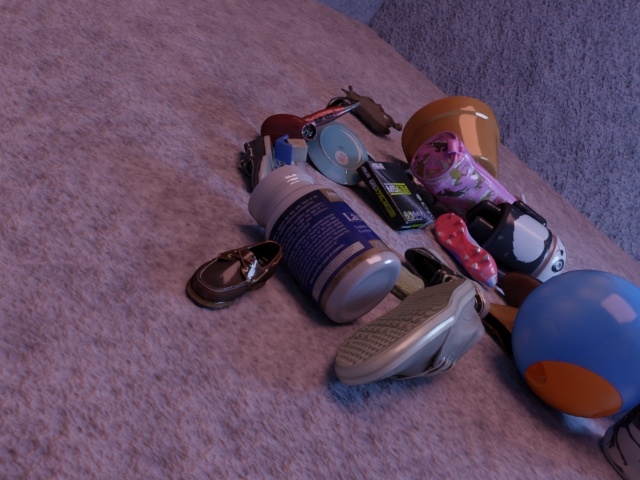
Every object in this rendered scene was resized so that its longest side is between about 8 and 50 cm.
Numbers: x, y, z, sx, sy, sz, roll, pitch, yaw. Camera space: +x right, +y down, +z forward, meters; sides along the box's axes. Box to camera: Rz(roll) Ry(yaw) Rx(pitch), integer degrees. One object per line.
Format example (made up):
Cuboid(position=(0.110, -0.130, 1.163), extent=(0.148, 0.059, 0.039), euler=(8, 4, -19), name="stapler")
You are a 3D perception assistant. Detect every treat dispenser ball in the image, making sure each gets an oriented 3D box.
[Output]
Cuboid(position=(0.520, 0.199, 1.556), extent=(0.288, 0.288, 0.288), euler=(31, 22, -14), name="treat dispenser ball")

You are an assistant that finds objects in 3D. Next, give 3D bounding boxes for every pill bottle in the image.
Cuboid(position=(0.000, 0.000, 1.360), extent=(0.264, 0.153, 0.153), euler=(48, 24, 26), name="pill bottle")

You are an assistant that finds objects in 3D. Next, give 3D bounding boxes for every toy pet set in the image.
Cuboid(position=(-0.066, -0.155, 1.683), extent=(0.065, 0.114, 0.122), euler=(-1, 32, -15), name="toy pet set")

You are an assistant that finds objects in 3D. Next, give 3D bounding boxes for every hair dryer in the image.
Cuboid(position=(-0.031, -0.280, 1.818), extent=(0.080, 0.224, 0.293), euler=(64, 17, -19), name="hair dryer")

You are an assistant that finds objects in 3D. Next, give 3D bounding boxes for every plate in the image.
Cuboid(position=(0.047, -0.222, 1.948), extent=(0.188, 0.024, 0.188), euler=(19, 54, -28), name="plate")

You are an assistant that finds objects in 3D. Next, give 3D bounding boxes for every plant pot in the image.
Cuboid(position=(0.394, -0.243, 2.330), extent=(0.291, 0.291, 0.203), euler=(23, 42, -32), name="plant pot")

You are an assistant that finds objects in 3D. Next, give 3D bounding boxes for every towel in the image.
Cuboid(position=(0.142, 0.065, 1.613), extent=(0.148, 0.027, 0.110), euler=(39, 22, 6), name="towel")

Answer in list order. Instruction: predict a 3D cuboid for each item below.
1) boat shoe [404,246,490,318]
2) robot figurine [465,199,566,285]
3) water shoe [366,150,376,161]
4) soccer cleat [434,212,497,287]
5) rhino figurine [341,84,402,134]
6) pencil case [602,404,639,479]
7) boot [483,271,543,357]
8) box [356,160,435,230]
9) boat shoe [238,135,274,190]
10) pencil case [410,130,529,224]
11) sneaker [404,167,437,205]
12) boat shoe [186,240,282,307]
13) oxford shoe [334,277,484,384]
Cuboid(position=(0.260, 0.091, 1.685), extent=(0.070, 0.078, 0.219), euler=(10, 26, -50), name="boat shoe")
Cuboid(position=(0.499, 0.011, 2.064), extent=(0.278, 0.209, 0.173), euler=(34, 9, -7), name="robot figurine")
Cuboid(position=(0.071, -0.215, 2.015), extent=(0.203, 0.073, 0.080), euler=(23, 27, -29), name="water shoe")
Cuboid(position=(0.359, 0.022, 1.987), extent=(0.095, 0.083, 0.248), euler=(58, -1, -39), name="soccer cleat")
Cuboid(position=(0.148, -0.422, 2.559), extent=(0.243, 0.073, 0.106), euler=(45, 20, 24), name="rhino figurine")
Cuboid(position=(0.721, 0.315, 1.463), extent=(0.160, 0.410, 0.183), euler=(-15, 58, -50), name="pencil case")
Cuboid(position=(0.434, 0.165, 1.821), extent=(0.280, 0.096, 0.264), euler=(5, 44, -41), name="boot")
Cuboid(position=(0.189, -0.111, 1.969), extent=(0.191, 0.045, 0.184), euler=(-6, 63, -60), name="box")
Cuboid(position=(-0.131, -0.148, 1.621), extent=(0.065, 0.075, 0.206), euler=(-8, 32, 5), name="boat shoe")
Cuboid(position=(0.411, -0.136, 2.167), extent=(0.386, 0.167, 0.160), euler=(34, 14, -35), name="pencil case")
Cuboid(position=(0.272, -0.147, 2.226), extent=(0.058, 0.052, 0.135), euler=(-14, 58, -38), name="sneaker")
Cuboid(position=(-0.124, 0.041, 1.200), extent=(0.073, 0.073, 0.207), euler=(41, 23, 9), name="boat shoe")
Cuboid(position=(0.166, 0.166, 1.303), extent=(0.449, 0.169, 0.130), euler=(-19, 94, -63), name="oxford shoe")
